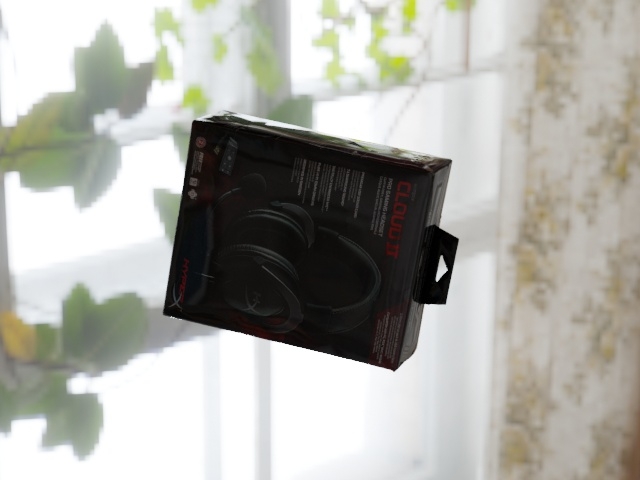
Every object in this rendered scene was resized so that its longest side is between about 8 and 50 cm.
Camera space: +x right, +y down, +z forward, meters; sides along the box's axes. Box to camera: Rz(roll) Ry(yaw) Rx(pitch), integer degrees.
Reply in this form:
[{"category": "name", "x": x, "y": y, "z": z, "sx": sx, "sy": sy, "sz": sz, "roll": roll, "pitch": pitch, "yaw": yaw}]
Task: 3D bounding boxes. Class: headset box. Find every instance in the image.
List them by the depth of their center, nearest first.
[{"category": "headset box", "x": 0.000, "y": 0.000, "z": 0.533, "sx": 0.083, "sy": 0.062, "sz": 0.032, "roll": 14, "pitch": -166, "yaw": 13}]
